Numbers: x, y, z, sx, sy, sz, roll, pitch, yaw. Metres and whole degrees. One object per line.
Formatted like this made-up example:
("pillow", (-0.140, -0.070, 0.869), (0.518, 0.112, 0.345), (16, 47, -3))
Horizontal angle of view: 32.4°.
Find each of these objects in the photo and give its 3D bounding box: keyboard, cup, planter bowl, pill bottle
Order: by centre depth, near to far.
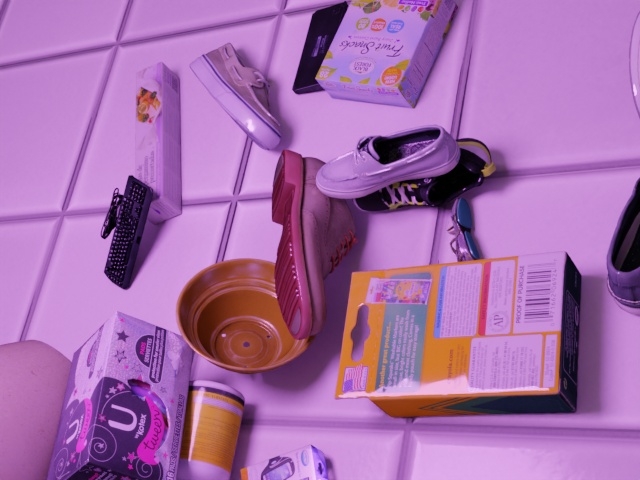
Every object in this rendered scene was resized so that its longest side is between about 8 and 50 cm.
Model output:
("pill bottle", (-0.177, 0.308, 1.631), (0.103, 0.103, 0.184), (-5, 60, 29))
("planter bowl", (-0.111, 0.136, 1.678), (0.217, 0.090, 0.217), (3, 47, -4))
("cup", (-0.488, 0.293, 1.727), (0.331, 0.331, 0.237), (15, 47, 37))
("keyboard", (-0.352, -0.018, 1.924), (0.100, 0.038, 0.192), (29, 108, 41))
("keyboard", (0.013, -0.343, 1.952), (0.108, 0.023, 0.180), (-8, 59, 40))

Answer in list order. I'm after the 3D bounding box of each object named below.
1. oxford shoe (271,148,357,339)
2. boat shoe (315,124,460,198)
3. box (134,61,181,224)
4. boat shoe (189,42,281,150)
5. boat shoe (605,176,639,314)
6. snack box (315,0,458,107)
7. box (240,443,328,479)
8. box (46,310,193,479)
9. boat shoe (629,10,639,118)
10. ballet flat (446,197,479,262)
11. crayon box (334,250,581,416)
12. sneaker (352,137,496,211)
("oxford shoe", (0.000, 0.000, 1.677), (0.130, 0.123, 0.348), (8, 51, -14))
("boat shoe", (0.090, -0.126, 1.627), (0.227, 0.081, 0.079), (-12, 53, 21))
("box", (-0.299, -0.184, 2.025), (0.063, 0.067, 0.324), (-20, 55, 21))
("boat shoe", (-0.140, -0.267, 1.952), (0.094, 0.109, 0.302), (-41, 47, 1))
("boat shoe", (0.470, -0.057, 1.451), (0.116, 0.099, 0.319), (22, 75, 40))
("snack box", (0.112, -0.333, 1.857), (0.174, 0.070, 0.207), (12, 71, 36))
("box", (-0.048, 0.348, 1.579), (0.136, 0.028, 0.081), (-21, 54, 17))
("box", (-0.292, 0.256, 1.610), (0.163, 0.142, 0.247), (-41, 36, 43))
("boat shoe", (0.519, -0.301, 1.559), (0.103, 0.118, 0.320), (5, 59, 39))
("ballet flat", (0.205, -0.011, 1.629), (0.041, 0.041, 0.114), (-21, 53, 20))
("crayon box", (0.191, 0.134, 1.522), (0.322, 0.083, 0.203), (-6, 60, 28))
("sneaker", (0.149, -0.091, 1.661), (0.234, 0.084, 0.097), (-20, 29, 21))
